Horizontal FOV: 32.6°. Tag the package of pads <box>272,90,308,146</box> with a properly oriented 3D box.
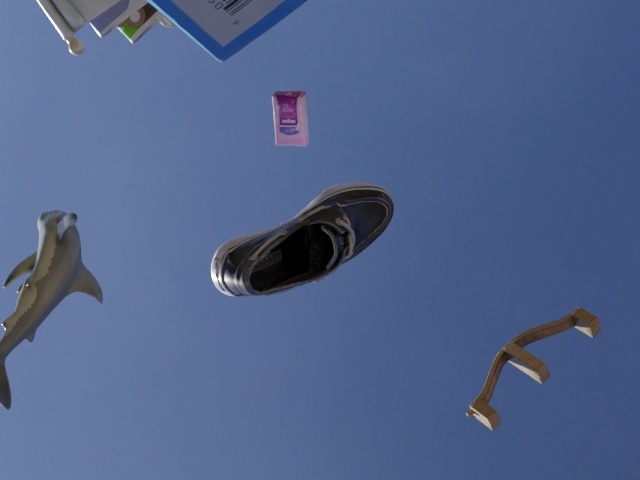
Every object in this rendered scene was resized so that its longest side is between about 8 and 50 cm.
[{"bbox_3d":[-0.044,-0.183,1.652,0.050,0.083,0.032,2,-156,12],"label":"package of pads"}]

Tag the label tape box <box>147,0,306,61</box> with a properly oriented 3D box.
[{"bbox_3d":[-0.124,-0.329,0.789,0.115,0.249,0.347,-32,-138,25],"label":"label tape box"}]

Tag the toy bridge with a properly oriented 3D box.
[{"bbox_3d":[0.239,0.142,1.273,0.188,0.026,0.063,-39,-139,-14],"label":"toy bridge"}]

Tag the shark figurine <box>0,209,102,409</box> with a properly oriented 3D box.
[{"bbox_3d":[-0.348,0.076,1.427,0.116,0.166,0.278,36,-123,-29],"label":"shark figurine"}]

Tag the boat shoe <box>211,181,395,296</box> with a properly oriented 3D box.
[{"bbox_3d":[0.000,0.000,1.477,0.301,0.102,0.108,-21,-73,-33],"label":"boat shoe"}]

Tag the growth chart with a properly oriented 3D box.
[{"bbox_3d":[-0.181,-0.274,1.034,0.237,0.021,0.172,-23,-77,19],"label":"growth chart"}]
